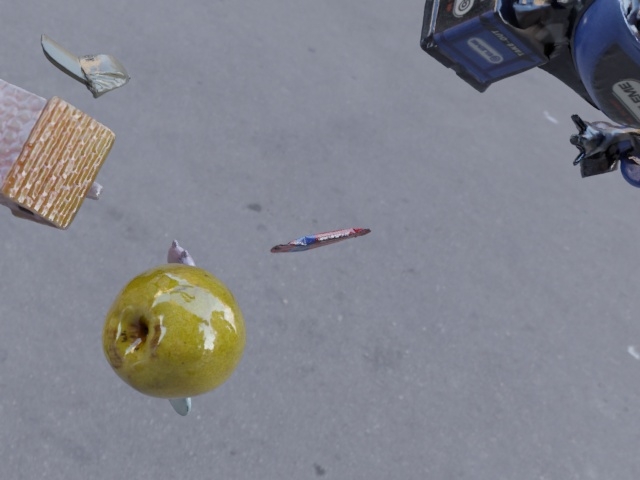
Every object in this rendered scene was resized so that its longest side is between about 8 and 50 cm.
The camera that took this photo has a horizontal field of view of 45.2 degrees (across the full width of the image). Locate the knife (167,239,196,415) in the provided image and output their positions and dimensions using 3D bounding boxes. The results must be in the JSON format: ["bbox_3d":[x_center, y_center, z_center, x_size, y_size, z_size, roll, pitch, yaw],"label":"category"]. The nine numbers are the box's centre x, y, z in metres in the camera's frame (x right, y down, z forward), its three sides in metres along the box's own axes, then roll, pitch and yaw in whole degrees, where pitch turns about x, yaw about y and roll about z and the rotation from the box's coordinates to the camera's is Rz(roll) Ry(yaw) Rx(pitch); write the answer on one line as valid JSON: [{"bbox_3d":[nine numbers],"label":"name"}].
[{"bbox_3d":[-0.281,0.183,1.538,0.038,0.399,0.132,-19,42,-38],"label":"knife"}]

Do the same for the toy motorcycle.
[{"bbox_3d":[0.265,-0.133,0.637,0.358,0.212,0.125,27,66,-36],"label":"toy motorcycle"}]

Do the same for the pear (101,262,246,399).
[{"bbox_3d":[-0.206,0.136,1.136,0.209,0.209,0.209,18,35,-13],"label":"pear"}]

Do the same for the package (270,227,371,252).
[{"bbox_3d":[0.000,0.000,1.578,0.200,0.083,0.022,-10,80,-21],"label":"package"}]

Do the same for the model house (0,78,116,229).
[{"bbox_3d":[-0.488,-0.115,1.282,0.237,0.237,0.202,22,67,-4],"label":"model house"}]

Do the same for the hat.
[{"bbox_3d":[-0.454,-0.347,1.481,0.175,0.085,0.147,40,-5,-23],"label":"hat"}]
